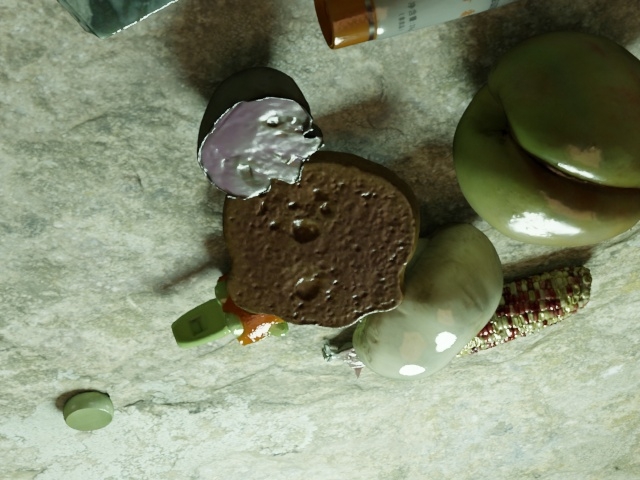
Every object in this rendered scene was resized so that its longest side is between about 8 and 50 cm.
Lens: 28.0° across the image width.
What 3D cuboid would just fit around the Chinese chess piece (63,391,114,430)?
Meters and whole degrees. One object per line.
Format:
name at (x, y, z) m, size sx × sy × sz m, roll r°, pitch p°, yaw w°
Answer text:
Chinese chess piece at (-0.383, 0.282, 2.124) m, size 0.084 × 0.034 × 0.084 m, roll -8°, pitch 144°, yaw -6°

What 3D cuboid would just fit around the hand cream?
hand cream at (0.148, -0.306, 1.528) m, size 0.314 × 0.089 × 0.140 m, roll -20°, pitch 146°, yaw -7°

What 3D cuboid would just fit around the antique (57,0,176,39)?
antique at (-0.200, -0.302, 1.394) m, size 0.183 × 0.088 × 0.086 m, roll -24°, pitch 142°, yaw 13°

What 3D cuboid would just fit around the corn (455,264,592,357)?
corn at (0.313, 0.114, 2.111) m, size 0.289 × 0.098 × 0.098 m, roll -19°, pitch 143°, yaw 0°

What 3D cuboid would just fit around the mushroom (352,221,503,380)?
mushroom at (0.134, 0.071, 1.924) m, size 0.260 × 0.234 × 0.254 m, roll -50°, pitch -179°, yaw -16°

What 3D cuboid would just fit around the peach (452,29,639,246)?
peach at (0.321, -0.130, 1.681) m, size 0.292 × 0.247 × 0.292 m, roll -14°, pitch 126°, yaw -21°

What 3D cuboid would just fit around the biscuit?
biscuit at (0.000, -0.001, 1.786) m, size 0.272 × 0.049 × 0.257 m, roll 4°, pitch 112°, yaw 7°

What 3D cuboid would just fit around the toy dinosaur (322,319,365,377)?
toy dinosaur at (0.058, 0.184, 2.159) m, size 0.108 × 0.032 × 0.220 m, roll -13°, pitch 153°, yaw -10°

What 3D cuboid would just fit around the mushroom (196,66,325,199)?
mushroom at (-0.082, -0.148, 1.609) m, size 0.141 × 0.117 × 0.188 m, roll 5°, pitch 146°, yaw -29°

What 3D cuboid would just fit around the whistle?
whistle at (-0.091, 0.087, 1.905) m, size 0.288 × 0.131 × 0.106 m, roll -24°, pitch 171°, yaw 11°
